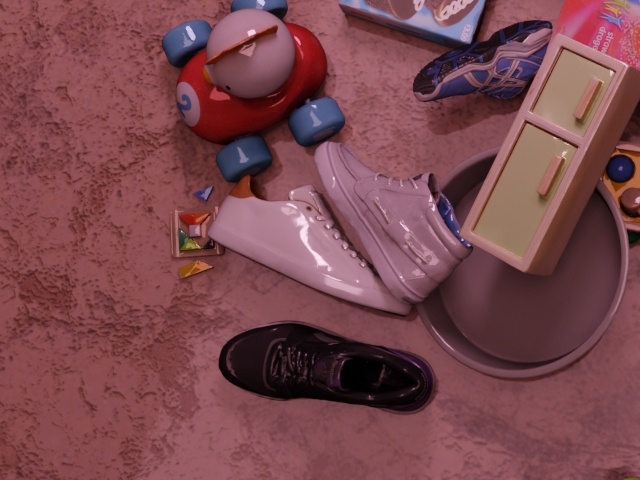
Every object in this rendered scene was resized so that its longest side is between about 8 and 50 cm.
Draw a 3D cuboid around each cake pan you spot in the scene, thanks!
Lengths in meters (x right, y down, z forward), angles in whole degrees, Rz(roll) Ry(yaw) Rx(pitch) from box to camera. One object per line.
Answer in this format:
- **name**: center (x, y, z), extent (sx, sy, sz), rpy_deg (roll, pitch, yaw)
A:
- **cake pan**: center (0.252, 0.027, 1.790), extent (0.293, 0.054, 0.293), rpy_deg (-3, 83, 30)

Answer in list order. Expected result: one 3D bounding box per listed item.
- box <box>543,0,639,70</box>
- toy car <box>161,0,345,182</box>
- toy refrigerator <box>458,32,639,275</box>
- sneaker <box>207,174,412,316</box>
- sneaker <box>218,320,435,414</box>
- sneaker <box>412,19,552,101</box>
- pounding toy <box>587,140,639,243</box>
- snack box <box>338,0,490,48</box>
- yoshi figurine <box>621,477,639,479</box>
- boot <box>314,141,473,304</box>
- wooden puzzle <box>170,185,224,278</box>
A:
- **box**: center (0.403, -0.342, 1.756), extent (0.154, 0.142, 0.300), rpy_deg (23, 112, 10)
- **toy car**: center (-0.104, -0.221, 1.826), extent (0.210, 0.238, 0.219), rpy_deg (-26, 79, 5)
- **toy refrigerator**: center (0.277, -0.100, 1.700), extent (0.102, 0.094, 0.269), rpy_deg (31, 102, 28)
- **sneaker**: center (0.000, 0.000, 1.849), extent (0.290, 0.106, 0.123), rpy_deg (25, 90, 12)
- **sneaker**: center (0.003, 0.157, 1.820), extent (0.283, 0.124, 0.107), rpy_deg (6, 84, 10)
- **sneaker**: center (0.216, -0.213, 1.825), extent (0.211, 0.080, 0.081), rpy_deg (-22, 113, -18)
- **pounding toy**: center (0.405, -0.048, 1.793), extent (0.130, 0.100, 0.141), rpy_deg (9, 85, 10)
- **snack box**: center (0.166, -0.430, 1.898), extent (0.187, 0.060, 0.322), rpy_deg (19, 86, 9)
- **yoshi figurine**: center (0.341, 0.391, 1.617), extent (0.203, 0.362, 0.203), rpy_deg (-28, 80, 5)
- **boot**: center (0.098, -0.052, 1.816), extent (0.123, 0.095, 0.258), rpy_deg (-42, 65, 22)
- **wooden puzzle**: center (-0.167, -0.011, 1.924), extent (0.078, 0.014, 0.116), rpy_deg (-11, 81, 7)
